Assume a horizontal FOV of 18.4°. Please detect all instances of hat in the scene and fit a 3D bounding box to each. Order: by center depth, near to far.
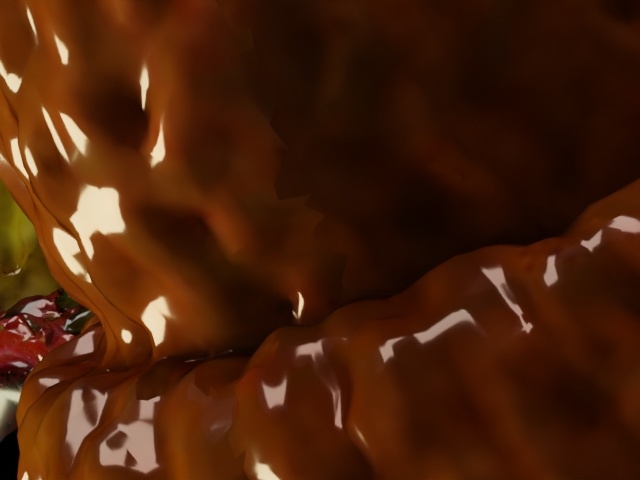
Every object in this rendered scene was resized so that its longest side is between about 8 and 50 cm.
[{"bbox_3d":[0.017,-0.052,0.498,0.285,0.400,0.285,-27,1,1],"label":"hat"}]

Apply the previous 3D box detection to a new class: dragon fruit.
[{"bbox_3d":[-0.158,0.105,1.281,0.172,0.160,0.166,-7,-53,-62],"label":"dragon fruit"}]

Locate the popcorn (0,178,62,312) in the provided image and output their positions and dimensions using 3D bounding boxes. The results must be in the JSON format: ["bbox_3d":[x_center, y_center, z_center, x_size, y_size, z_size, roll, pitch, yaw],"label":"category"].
[{"bbox_3d":[-0.217,-0.001,1.553,0.390,0.344,0.354,-17,-24,3],"label":"popcorn"}]

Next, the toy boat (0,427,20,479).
[{"bbox_3d":[-0.140,0.173,0.787,0.299,0.092,0.134,-35,-29,4],"label":"toy boat"}]
